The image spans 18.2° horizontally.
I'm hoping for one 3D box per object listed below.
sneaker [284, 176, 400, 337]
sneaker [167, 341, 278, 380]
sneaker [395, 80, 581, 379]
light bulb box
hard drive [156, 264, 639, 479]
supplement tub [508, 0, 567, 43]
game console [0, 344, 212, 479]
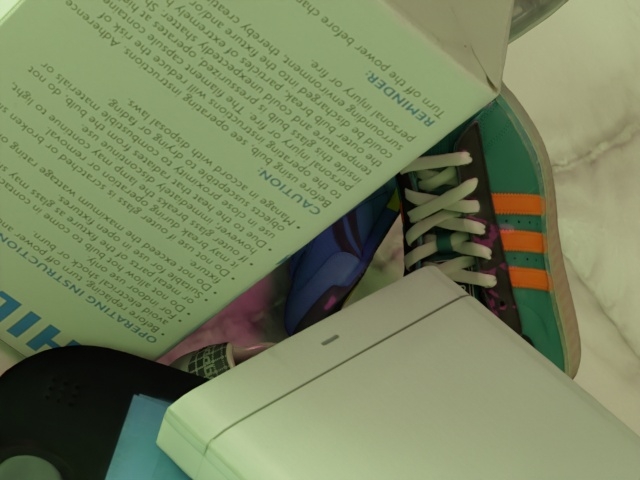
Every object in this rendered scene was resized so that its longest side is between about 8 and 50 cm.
[{"bbox_3d":[0.000,0.000,1.427,0.082,0.069,0.209,33,37,-2],"label":"sneaker"},{"bbox_3d":[-0.005,0.117,1.287,0.235,0.095,0.090,13,48,-42],"label":"sneaker"},{"bbox_3d":[0.108,0.011,1.416,0.121,0.108,0.302,-51,127,-51],"label":"sneaker"},{"bbox_3d":[-0.076,-0.154,1.223,0.225,0.361,0.358,38,38,-19],"label":"light bulb box"},{"bbox_3d":[0.111,0.169,1.112,0.353,0.047,0.233,41,44,24],"label":"hard drive"},{"bbox_3d":[0.047,-0.286,1.452,0.316,0.194,0.193,56,34,-15],"label":"supplement tub"},{"bbox_3d":[-0.028,0.221,1.069,0.387,0.060,0.342,17,37,-2],"label":"game console"}]
